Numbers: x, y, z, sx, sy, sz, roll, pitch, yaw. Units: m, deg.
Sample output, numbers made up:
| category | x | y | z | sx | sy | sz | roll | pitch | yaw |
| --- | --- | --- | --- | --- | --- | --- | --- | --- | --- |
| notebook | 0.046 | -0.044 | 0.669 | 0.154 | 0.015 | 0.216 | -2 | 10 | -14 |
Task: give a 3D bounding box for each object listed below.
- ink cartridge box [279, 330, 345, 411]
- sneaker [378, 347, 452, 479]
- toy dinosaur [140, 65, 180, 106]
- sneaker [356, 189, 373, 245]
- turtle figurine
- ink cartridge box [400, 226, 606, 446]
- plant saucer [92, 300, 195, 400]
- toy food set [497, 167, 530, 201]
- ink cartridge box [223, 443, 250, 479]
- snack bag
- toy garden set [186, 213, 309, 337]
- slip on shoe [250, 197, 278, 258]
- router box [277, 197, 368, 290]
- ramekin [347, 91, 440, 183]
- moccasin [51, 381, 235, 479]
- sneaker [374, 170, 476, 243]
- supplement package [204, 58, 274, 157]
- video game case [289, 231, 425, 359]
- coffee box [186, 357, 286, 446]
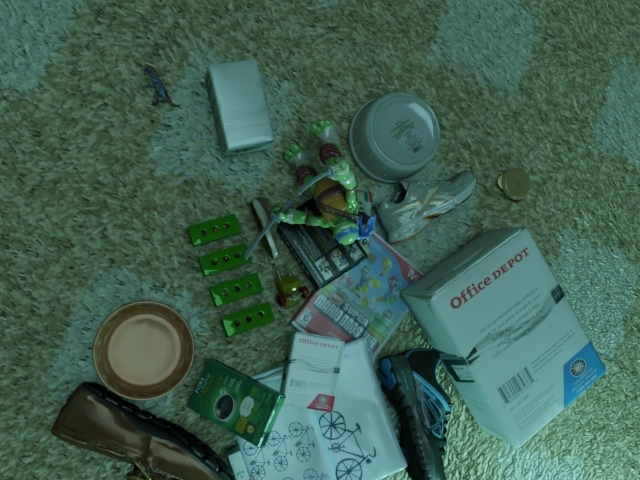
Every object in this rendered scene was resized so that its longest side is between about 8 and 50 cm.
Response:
| category | x | y | z | sx | sy | sz | roll | pitch | yaw |
| --- | --- | --- | --- | --- | --- | --- | --- | --- | --- |
| ink cartridge box | -0.019 | 0.271 | 1.304 | 0.109 | 0.063 | 0.150 | 12 | 82 | -10 |
| sneaker | 0.241 | 0.407 | 1.384 | 0.139 | 0.125 | 0.341 | -14 | 91 | -20 |
| toy dinosaur | -0.351 | -0.331 | 1.341 | 0.090 | 0.047 | 0.082 | 11 | 71 | -47 |
| sneaker | 0.075 | -0.054 | 1.386 | 0.075 | 0.057 | 0.161 | 12 | 45 | -9 |
| turtle figurine | -0.024 | -0.121 | 1.272 | 0.274 | 0.198 | 0.266 | -2 | 52 | -15 |
| ink cartridge box | 0.411 | 0.205 | 1.413 | 0.285 | 0.166 | 0.395 | -33 | 99 | -15 |
| plant saucer | -0.358 | 0.223 | 1.274 | 0.200 | 0.037 | 0.200 | 3 | 79 | -18 |
| toy food set | 0.483 | -0.139 | 1.548 | 0.083 | 0.020 | 0.083 | -35 | 95 | -16 |
| ink cartridge box | -0.166 | 0.487 | 1.298 | 0.029 | 0.063 | 0.115 | -20 | 91 | -17 |
| snack bag | -0.003 | 0.411 | 1.344 | 0.342 | 0.037 | 0.323 | -18 | 89 | -10 |
| toy garden set | -0.153 | 0.062 | 1.344 | 0.203 | 0.049 | 0.244 | -18 | 82 | -26 |
| slip on shoe | -0.109 | -0.028 | 1.333 | 0.041 | 0.051 | 0.135 | -17 | 74 | -20 |
| router box | 0.000 | 0.000 | 1.378 | 0.133 | 0.046 | 0.179 | -32 | 83 | -15 |
| ramekin | 0.175 | -0.240 | 1.429 | 0.207 | 0.109 | 0.207 | 1 | 85 | -15 |
| moccasin | -0.338 | 0.424 | 1.218 | 0.380 | 0.139 | 0.147 | 31 | 80 | -11 |
| sneaker | 0.242 | -0.106 | 1.440 | 0.262 | 0.099 | 0.121 | -34 | 96 | -16 |
| supplement package | -0.175 | -0.281 | 1.339 | 0.105 | 0.105 | 0.179 | -12 | 89 | -15 |
| video game case | 0.094 | 0.138 | 1.418 | 0.204 | 0.025 | 0.285 | 40 | 76 | -8 |
| coffee box | -0.172 | 0.326 | 1.270 | 0.184 | 0.040 | 0.113 | 20 | 83 | 23 |
